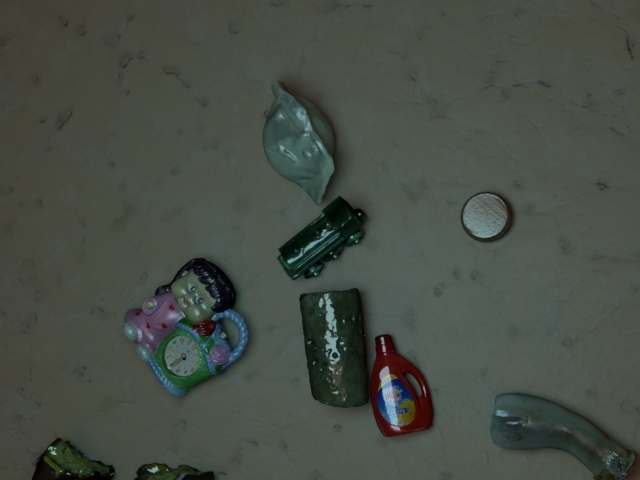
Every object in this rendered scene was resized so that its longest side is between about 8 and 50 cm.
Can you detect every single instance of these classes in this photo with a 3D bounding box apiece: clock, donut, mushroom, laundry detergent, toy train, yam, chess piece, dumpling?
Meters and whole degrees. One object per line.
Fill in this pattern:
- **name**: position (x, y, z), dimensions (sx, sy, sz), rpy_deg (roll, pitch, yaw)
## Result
- **clock**: position (-0.222, 0.149, 1.420), dimensions (0.195, 0.100, 0.194), rpy_deg (-39, 80, 11)
- **donut**: position (-0.363, 0.496, 1.404), dimensions (0.345, 0.136, 0.259), rpy_deg (9, 84, 17)
- **mushroom**: position (0.373, 0.302, 1.254), dimensions (0.223, 0.081, 0.092), rpy_deg (18, 71, 14)
- **laundry detergent**: position (0.127, 0.236, 1.341), dimensions (0.097, 0.049, 0.165), rpy_deg (-11, 80, -3)
- **toy train**: position (0.000, 0.000, 1.369), dimensions (0.170, 0.111, 0.071), rpy_deg (-39, 72, 8)
- **yam**: position (0.025, 0.178, 1.344), dimensions (0.107, 0.107, 0.194), rpy_deg (-8, 84, 14)
- **chess piece**: position (0.273, -0.039, 1.337), dimensions (0.083, 0.038, 0.084), rpy_deg (-1, 86, 14)
- **dumpling**: position (-0.034, -0.177, 1.379), dimensions (0.124, 0.151, 0.229), rpy_deg (-23, 77, -16)
